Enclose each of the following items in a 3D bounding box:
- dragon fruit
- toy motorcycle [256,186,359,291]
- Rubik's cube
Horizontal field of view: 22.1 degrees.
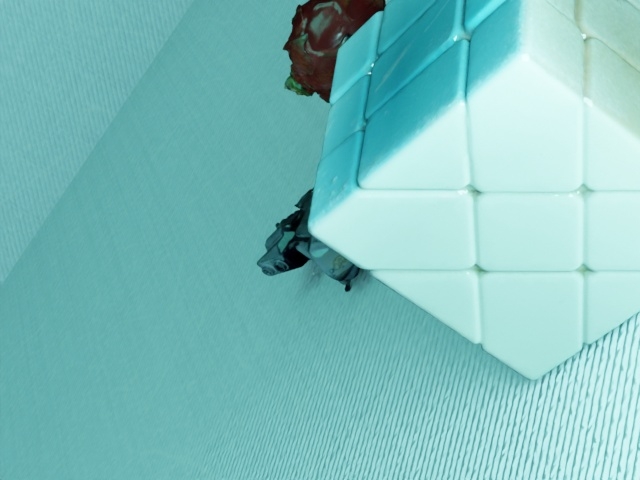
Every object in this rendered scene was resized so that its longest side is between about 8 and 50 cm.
[{"bbox_3d":[0.029,-0.308,2.528,0.210,0.172,0.172,-61,21,3],"label":"dragon fruit"},{"bbox_3d":[0.000,0.000,2.268,0.270,0.106,0.159,-22,35,51],"label":"toy motorcycle"},{"bbox_3d":[0.213,-0.110,1.657,0.322,0.318,0.316,-40,27,37],"label":"Rubik's cube"}]
